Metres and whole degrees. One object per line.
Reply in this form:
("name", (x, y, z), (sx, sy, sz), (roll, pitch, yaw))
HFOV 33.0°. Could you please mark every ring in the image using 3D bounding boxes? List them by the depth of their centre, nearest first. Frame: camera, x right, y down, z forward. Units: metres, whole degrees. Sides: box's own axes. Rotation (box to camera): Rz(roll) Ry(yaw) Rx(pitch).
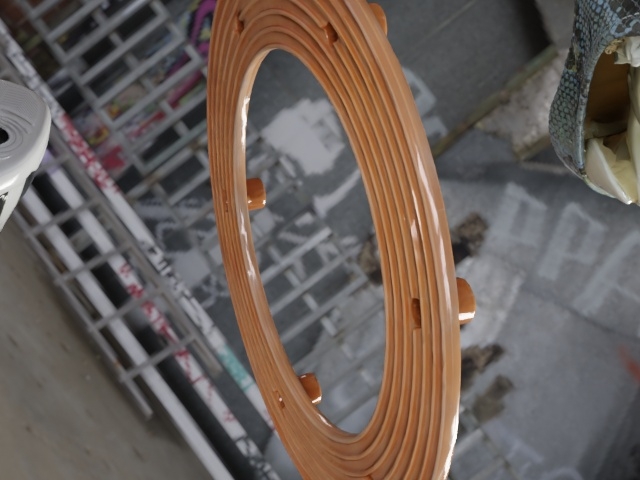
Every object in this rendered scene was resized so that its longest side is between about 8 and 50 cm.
("ring", (0.000, 0.000, 0.607), (0.336, 0.032, 0.336), (168, -90, -70))

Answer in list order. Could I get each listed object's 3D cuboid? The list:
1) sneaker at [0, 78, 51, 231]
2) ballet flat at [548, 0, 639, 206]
("sneaker", (-0.217, 0.008, 0.578), (0.079, 0.121, 0.217), (22, 39, -2))
("ballet flat", (0.121, -0.049, 0.403), (0.070, 0.070, 0.188), (54, -3, 28))
